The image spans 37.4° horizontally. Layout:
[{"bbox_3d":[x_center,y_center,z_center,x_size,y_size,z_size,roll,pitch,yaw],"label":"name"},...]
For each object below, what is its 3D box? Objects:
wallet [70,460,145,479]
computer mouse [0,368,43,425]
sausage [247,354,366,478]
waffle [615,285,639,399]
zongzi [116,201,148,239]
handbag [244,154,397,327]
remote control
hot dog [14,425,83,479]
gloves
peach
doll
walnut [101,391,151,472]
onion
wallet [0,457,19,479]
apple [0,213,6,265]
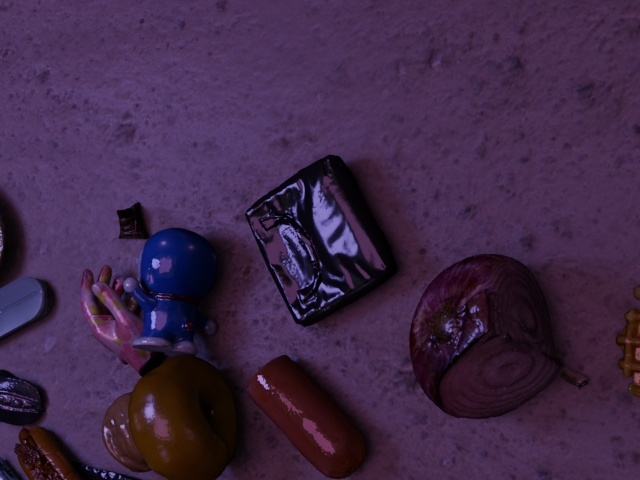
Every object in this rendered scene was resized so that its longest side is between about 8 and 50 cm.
[{"bbox_3d":[-0.426,0.558,1.968,0.285,0.030,0.146,8,89,24],"label":"wallet"},{"bbox_3d":[-0.699,0.346,2.085,0.192,0.062,0.106,11,90,25],"label":"computer mouse"},{"bbox_3d":[-0.021,0.335,1.778,0.259,0.113,0.114,43,101,22],"label":"sausage"},{"bbox_3d":[0.629,0.187,1.542,0.283,0.065,0.309,-42,72,15],"label":"waffle"},{"bbox_3d":[-0.399,-0.049,2.008,0.067,0.073,0.083,1,125,23],"label":"zongzi"},{"bbox_3d":[0.000,0.000,1.813,0.244,0.088,0.275,-32,77,19],"label":"handbag"},{"bbox_3d":[-0.704,0.163,2.110,0.247,0.052,0.104,-26,74,19],"label":"remote control"},{"bbox_3d":[-0.578,0.484,1.994,0.249,0.076,0.102,41,109,33],"label":"hot dog"},{"bbox_3d":[-0.420,0.163,1.940,0.241,0.145,0.126,42,100,12],"label":"gloves"},{"bbox_3d":[-0.254,0.343,1.801,0.153,0.251,0.251,-17,79,27],"label":"peach"},{"bbox_3d":[-0.292,0.105,1.880,0.161,0.215,0.257,-4,70,46],"label":"doll"},{"bbox_3d":[-0.363,0.382,1.894,0.166,0.149,0.167,177,90,-66],"label":"walnut"},{"bbox_3d":[0.269,0.154,1.621,0.256,0.272,0.231,-28,49,12],"label":"onion"},{"bbox_3d":[-0.680,0.614,2.045,0.250,0.075,0.176,41,97,22],"label":"wallet"},{"bbox_3d":[-0.789,-0.006,2.130,0.193,0.120,0.265,-33,76,3],"label":"apple"}]
